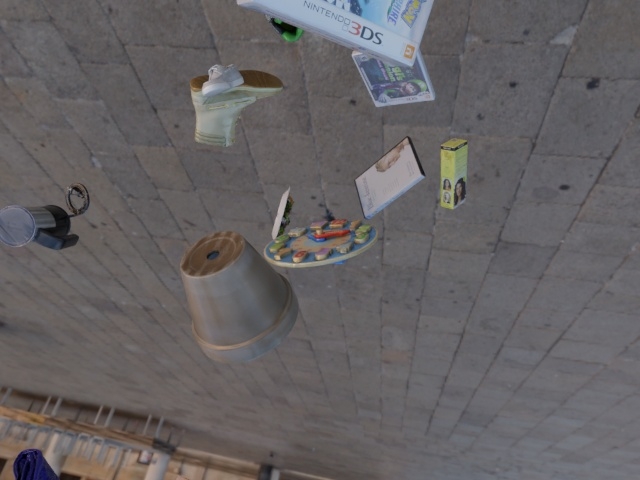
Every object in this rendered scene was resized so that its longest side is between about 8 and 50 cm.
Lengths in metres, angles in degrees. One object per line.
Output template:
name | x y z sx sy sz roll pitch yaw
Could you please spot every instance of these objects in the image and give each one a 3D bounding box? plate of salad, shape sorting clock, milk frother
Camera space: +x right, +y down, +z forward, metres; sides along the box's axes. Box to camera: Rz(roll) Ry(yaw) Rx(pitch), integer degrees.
plate of salad | -0.119 -0.080 1.602 0.048 0.200 0.200 16 149 -8
shape sorting clock | 0.000 0.000 0.867 0.206 0.206 0.040 -2 107 24
milk frother | -0.572 -0.058 1.021 0.129 0.143 0.135 12 -175 -1

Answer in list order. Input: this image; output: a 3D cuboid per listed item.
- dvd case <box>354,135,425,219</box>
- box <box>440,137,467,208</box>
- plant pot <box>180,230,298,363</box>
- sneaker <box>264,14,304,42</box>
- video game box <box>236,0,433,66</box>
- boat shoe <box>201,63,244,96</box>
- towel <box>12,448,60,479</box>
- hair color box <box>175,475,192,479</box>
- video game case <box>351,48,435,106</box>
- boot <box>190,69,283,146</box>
dvd case | 0.221 -0.206 1.614 0.022 0.180 0.253 22 133 -38
box | 0.468 -0.233 1.708 0.058 0.087 0.232 21 132 42
plant pot | -0.257 0.139 1.394 0.323 0.323 0.280 -2 131 23
sneaker | -0.111 -0.632 1.187 0.134 0.146 0.343 -29 156 10
video game box | 0.038 -0.290 0.450 0.187 0.205 0.048 7 -163 -33
boat shoe | -0.241 -0.394 1.181 0.066 0.184 0.063 -16 110 27
towel | -0.538 0.602 1.009 0.076 0.227 0.308 -23 114 -13
hair color box | -0.253 0.520 0.865 0.093 0.167 0.053 -5 135 36
video game case | 0.195 -0.434 1.284 0.173 0.022 0.190 1 150 30
boot | -0.242 -0.380 1.420 0.262 0.095 0.203 -13 141 -22
